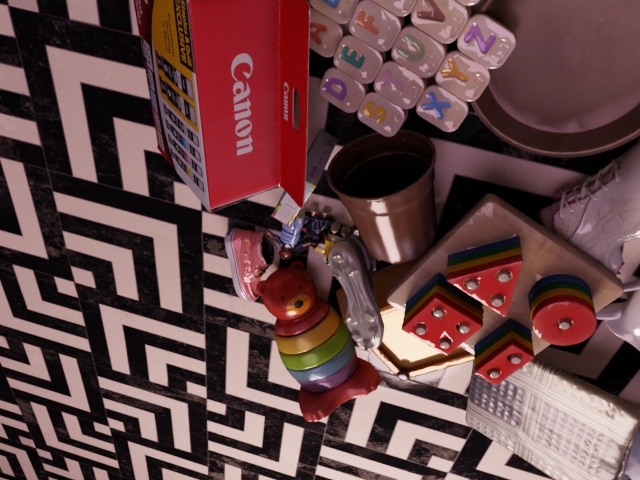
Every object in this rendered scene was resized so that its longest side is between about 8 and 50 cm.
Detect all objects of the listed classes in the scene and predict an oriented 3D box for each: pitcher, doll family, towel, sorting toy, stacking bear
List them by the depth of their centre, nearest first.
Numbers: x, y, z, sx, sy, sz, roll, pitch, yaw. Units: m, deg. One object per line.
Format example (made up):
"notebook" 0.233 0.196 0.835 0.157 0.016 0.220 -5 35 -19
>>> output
"sorting toy" 0.274 0.099 0.904 0.257 0.089 0.255 32 127 -10
"pitcher" 0.535 0.089 0.934 0.178 0.125 0.207 19 143 -9
"doll family" 0.000 0.000 1.085 0.193 0.076 0.111 22 137 7
"towel" 0.441 0.342 1.159 0.324 0.056 0.312 28 138 35
"stacking bear" -0.023 0.184 1.194 0.175 0.164 0.288 -27 109 -6

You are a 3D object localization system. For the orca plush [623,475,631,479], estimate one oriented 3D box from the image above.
"orca plush" 0.642 0.544 1.301 0.151 0.102 0.287 1 129 19

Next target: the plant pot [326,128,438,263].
"plant pot" 0.111 -0.061 0.938 0.167 0.167 0.165 -2 135 21

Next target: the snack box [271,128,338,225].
"snack box" -0.024 -0.103 0.953 0.037 0.141 0.100 31 132 -8

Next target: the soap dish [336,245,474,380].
"soap dish" 0.201 0.139 1.098 0.291 0.118 0.229 -26 117 35

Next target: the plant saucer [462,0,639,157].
"plant saucer" 0.329 -0.237 0.774 0.278 0.041 0.277 13 131 15

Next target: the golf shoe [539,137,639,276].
"golf shoe" 0.410 -0.047 0.873 0.140 0.115 0.306 19 132 8

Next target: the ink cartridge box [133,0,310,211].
"ink cartridge box" -0.138 -0.212 0.812 0.272 0.130 0.309 45 146 39

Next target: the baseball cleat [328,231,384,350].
"baseball cleat" 0.079 0.084 1.022 0.072 0.109 0.205 -2 116 33

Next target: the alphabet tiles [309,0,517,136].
"alphabet tiles" 0.106 -0.277 0.809 0.278 0.021 0.284 34 135 2

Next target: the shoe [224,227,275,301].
"shoe" -0.130 0.055 1.178 0.081 0.063 0.177 5 126 22

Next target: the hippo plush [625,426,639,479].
"hippo plush" 0.683 0.384 1.120 0.294 0.234 0.236 35 158 -4
